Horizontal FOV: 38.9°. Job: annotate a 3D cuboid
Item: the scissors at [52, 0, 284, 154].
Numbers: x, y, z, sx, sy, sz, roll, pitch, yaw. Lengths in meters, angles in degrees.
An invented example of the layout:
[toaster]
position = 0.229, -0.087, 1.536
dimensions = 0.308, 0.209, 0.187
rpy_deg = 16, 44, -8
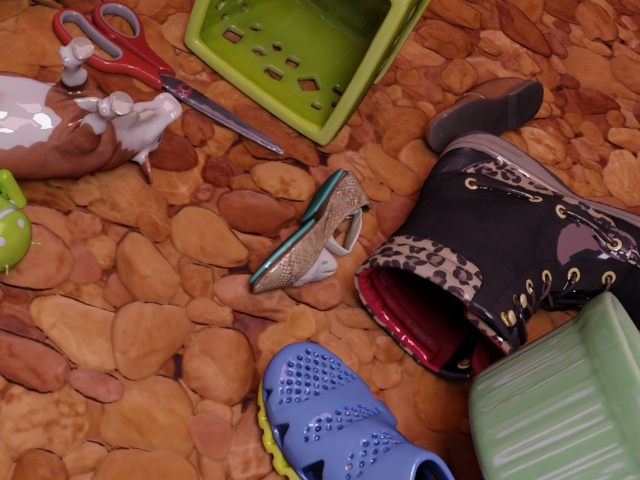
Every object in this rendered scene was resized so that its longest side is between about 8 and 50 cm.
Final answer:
[scissors]
position = -0.179, -0.175, 1.041
dimensions = 0.297, 0.021, 0.109
rpy_deg = 43, 45, 8

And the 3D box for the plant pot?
[plant pot]
position = 0.007, -0.292, 1.091
dimensions = 0.227, 0.228, 0.207
rpy_deg = 38, 41, 5

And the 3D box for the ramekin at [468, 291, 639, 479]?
[ramekin]
position = 0.253, 0.211, 0.782
dimensions = 0.303, 0.148, 0.303
rpy_deg = 51, 20, -27

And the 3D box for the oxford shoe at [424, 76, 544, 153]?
[oxford shoe]
position = 0.203, -0.168, 1.207
dimensions = 0.212, 0.076, 0.076
rpy_deg = -25, 38, -36

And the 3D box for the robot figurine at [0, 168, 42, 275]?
[robot figurine]
position = -0.309, -0.016, 0.812
dimensions = 0.115, 0.067, 0.101
rpy_deg = 36, 56, 3

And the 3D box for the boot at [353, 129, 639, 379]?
[boot]
position = 0.240, 0.054, 0.987
dimensions = 0.377, 0.138, 0.284
rpy_deg = 37, 46, 9

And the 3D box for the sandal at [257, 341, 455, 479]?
[sandal]
position = 0.064, 0.209, 0.780
dimensions = 0.126, 0.138, 0.317
rpy_deg = -26, 67, -36

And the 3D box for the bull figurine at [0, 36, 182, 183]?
[bull figurine]
position = -0.269, -0.115, 0.849
dimensions = 0.310, 0.188, 0.101
rpy_deg = -5, 73, -23

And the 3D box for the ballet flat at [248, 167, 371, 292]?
[ballet flat]
position = 0.000, 0.000, 0.960
dimensions = 0.067, 0.073, 0.206
rpy_deg = 45, 50, -8
